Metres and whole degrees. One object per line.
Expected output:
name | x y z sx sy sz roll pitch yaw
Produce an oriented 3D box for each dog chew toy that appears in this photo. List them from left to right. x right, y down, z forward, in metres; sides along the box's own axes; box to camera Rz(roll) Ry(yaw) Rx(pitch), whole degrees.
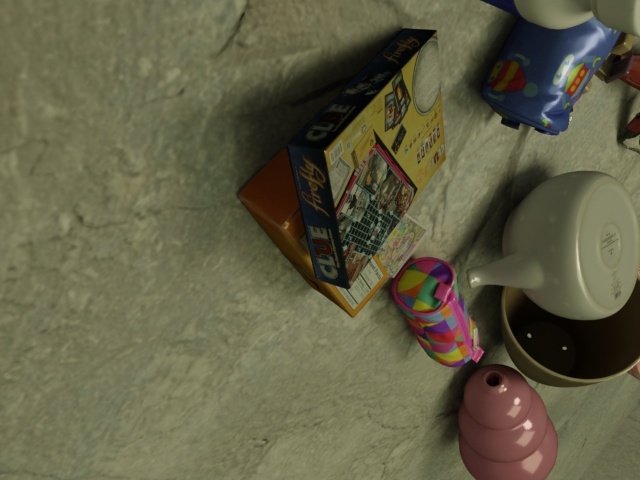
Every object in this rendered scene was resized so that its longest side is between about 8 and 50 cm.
dog chew toy | 0.373 0.374 1.483 0.206 0.206 0.332 -39 135 -16

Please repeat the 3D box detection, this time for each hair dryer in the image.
hair dryer | 0.571 -0.217 1.197 0.293 0.223 0.080 33 52 -36

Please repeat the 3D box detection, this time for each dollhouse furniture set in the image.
dollhouse furniture set | 0.406 -0.294 1.071 0.081 0.091 0.114 35 66 -16

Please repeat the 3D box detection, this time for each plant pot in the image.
plant pot | 0.449 0.174 1.365 0.256 0.256 0.274 -41 159 -14

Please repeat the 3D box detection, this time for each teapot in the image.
teapot | 0.385 0.006 1.176 0.256 0.187 0.253 32 70 -36

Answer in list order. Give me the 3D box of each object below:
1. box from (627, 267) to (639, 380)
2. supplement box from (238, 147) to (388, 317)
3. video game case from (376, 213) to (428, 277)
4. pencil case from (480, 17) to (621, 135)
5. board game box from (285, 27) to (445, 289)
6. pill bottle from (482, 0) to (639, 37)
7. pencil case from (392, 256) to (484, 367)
box | 0.630 0.128 1.507 0.154 0.142 0.300 -39 125 -8
supplement box | 0.000 0.000 0.825 0.080 0.078 0.233 -47 146 -11
video game case | 0.095 0.001 0.988 0.087 0.011 0.122 -55 145 6
pencil case | 0.321 -0.271 0.896 0.133 0.119 0.306 23 105 -24
board game box | 0.059 -0.090 0.748 0.243 0.042 0.165 -50 141 -39
pill bottle | 0.176 -0.269 0.605 0.152 0.272 0.152 -29 139 -28
pencil case | 0.186 0.116 1.118 0.104 0.104 0.236 -47 144 -6
